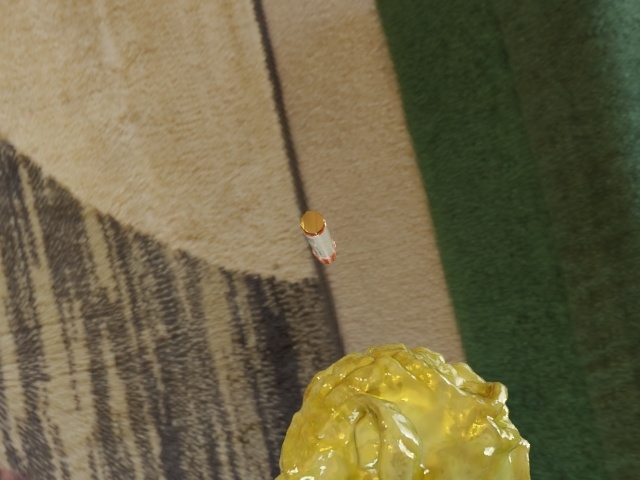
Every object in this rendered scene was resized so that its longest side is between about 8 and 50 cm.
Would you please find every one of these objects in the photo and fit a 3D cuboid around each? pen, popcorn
[{"bbox_3d":[0.000,0.000,1.219,0.028,0.239,0.028,-1,82,4],"label":"pen"},{"bbox_3d":[0.046,0.126,0.617,0.141,0.162,0.136,3,52,-1],"label":"popcorn"}]
